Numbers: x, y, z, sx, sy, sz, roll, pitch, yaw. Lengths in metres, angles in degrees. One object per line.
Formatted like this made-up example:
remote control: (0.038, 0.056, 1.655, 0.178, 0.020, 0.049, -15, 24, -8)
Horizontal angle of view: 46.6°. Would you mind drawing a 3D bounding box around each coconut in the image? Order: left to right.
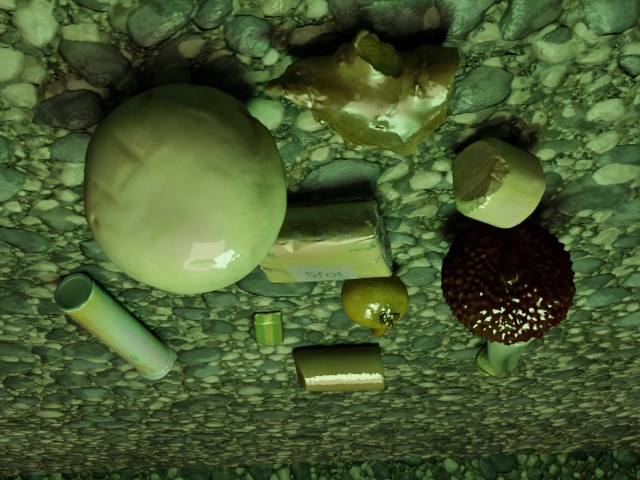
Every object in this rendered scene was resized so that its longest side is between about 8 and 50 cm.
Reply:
coconut: (0.311, -0.097, 1.284, 0.153, 0.147, 0.147, 16, 145, -34)

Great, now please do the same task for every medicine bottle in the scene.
medicine bottle: (-0.484, 0.210, 1.772, 0.108, 0.108, 0.426, -10, 148, 10)

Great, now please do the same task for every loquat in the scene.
loquat: (0.121, 0.127, 1.652, 0.163, 0.163, 0.137, 24, 109, -40)

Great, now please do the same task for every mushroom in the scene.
mushroom: (-0.222, -0.061, 1.140, 0.315, 0.315, 0.356, 14, 146, -28)
mushroom: (0.513, 0.279, 1.988, 0.159, 0.122, 0.328, 7, 150, -1)

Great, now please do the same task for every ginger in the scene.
ginger: (0.057, -0.213, 1.078, 0.270, 0.123, 0.218, 9, 146, -3)

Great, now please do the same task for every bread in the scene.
bread: (-0.131, 0.220, 1.914, 0.074, 0.084, 0.139, -4, -179, -1)

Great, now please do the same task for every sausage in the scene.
sausage: (0.050, 0.359, 2.069, 0.253, 0.123, 0.123, -2, 150, -3)

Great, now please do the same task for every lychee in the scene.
lychee: (0.368, 0.075, 1.464, 0.265, 0.264, 0.300, -9, 174, 8)

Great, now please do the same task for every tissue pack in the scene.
tissue pack: (0.000, 0.000, 1.438, 0.257, 0.122, 0.215, -3, 153, 13)

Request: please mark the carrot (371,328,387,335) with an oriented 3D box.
carrot: (0.170, 0.174, 1.844, 0.043, 0.043, 0.247, 2, 148, -11)
